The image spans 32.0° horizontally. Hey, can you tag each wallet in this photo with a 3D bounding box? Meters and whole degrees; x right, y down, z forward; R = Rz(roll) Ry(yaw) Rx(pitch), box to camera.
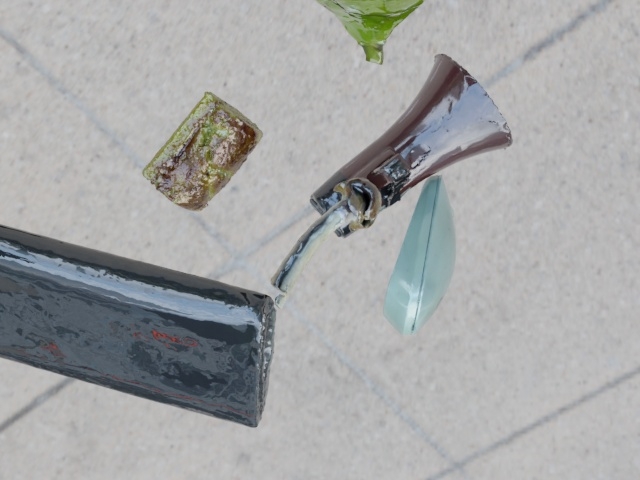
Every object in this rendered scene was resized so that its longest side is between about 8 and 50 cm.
[{"bbox_3d":[-0.256,0.097,1.333,0.406,0.062,0.228,15,137,9],"label":"wallet"}]

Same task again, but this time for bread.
[{"bbox_3d":[-0.181,-0.134,1.746,0.103,0.132,0.172,43,97,21],"label":"bread"}]

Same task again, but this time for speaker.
[{"bbox_3d":[0.157,-0.126,1.812,0.329,0.259,0.198,-42,119,-9],"label":"speaker"}]

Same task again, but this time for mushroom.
[{"bbox_3d":[0.000,0.000,1.304,0.187,0.061,0.060,-46,106,-13],"label":"mushroom"}]

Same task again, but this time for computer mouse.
[{"bbox_3d":[0.184,0.028,1.891,0.097,0.288,0.159,17,148,10],"label":"computer mouse"}]

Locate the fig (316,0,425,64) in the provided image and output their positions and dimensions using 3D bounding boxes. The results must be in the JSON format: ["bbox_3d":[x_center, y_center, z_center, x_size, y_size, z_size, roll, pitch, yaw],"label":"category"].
[{"bbox_3d":[0.035,-0.339,1.308,0.233,0.233,0.314,24,134,-8],"label":"fig"}]
